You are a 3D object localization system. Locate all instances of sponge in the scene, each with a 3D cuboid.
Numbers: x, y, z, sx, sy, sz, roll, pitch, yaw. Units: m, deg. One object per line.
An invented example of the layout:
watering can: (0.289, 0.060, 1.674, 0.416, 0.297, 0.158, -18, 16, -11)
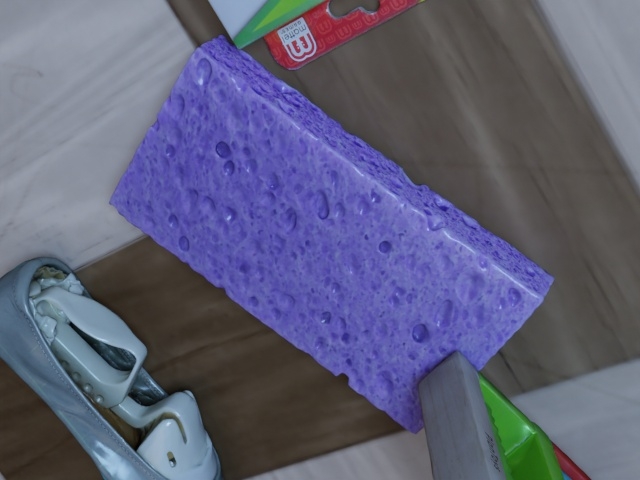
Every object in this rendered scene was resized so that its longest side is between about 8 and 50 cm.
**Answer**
sponge: (0.000, 0.000, 0.591, 0.210, 0.031, 0.117, 37, 127, 2)

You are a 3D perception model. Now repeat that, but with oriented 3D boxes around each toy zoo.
toy zoo: (0.159, 0.191, 0.513, 0.030, 0.192, 0.293, -43, 104, 14)

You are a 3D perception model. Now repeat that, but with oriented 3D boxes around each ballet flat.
ballet flat: (-0.113, 0.098, 0.674, 0.068, 0.072, 0.213, -39, 97, 29)

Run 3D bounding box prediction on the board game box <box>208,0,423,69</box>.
board game box: (-0.042, -0.203, 0.496, 0.124, 0.039, 0.259, -23, 109, 33)
